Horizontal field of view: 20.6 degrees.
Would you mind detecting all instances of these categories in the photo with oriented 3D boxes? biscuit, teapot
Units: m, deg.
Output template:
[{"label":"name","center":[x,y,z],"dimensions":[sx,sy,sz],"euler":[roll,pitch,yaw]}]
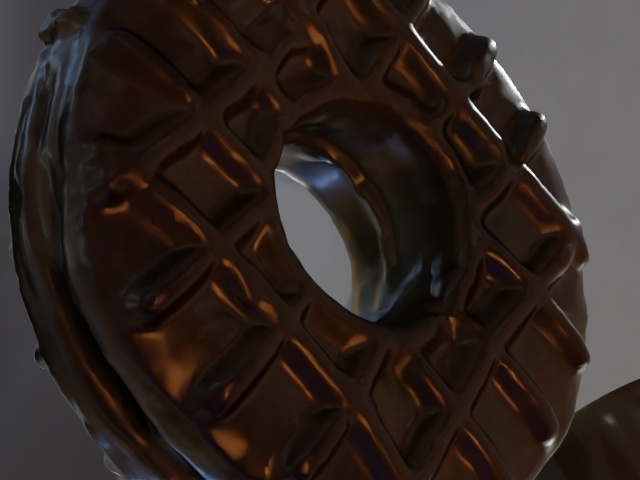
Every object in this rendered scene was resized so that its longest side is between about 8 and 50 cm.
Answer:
[{"label":"biscuit","center":[0.000,0.000,0.869],"dimensions":[0.103,0.332,0.332],"euler":[-28,-135,47]},{"label":"teapot","center":[0.268,0.210,1.368],"dimensions":[0.175,0.186,0.267],"euler":[58,-38,23]}]
